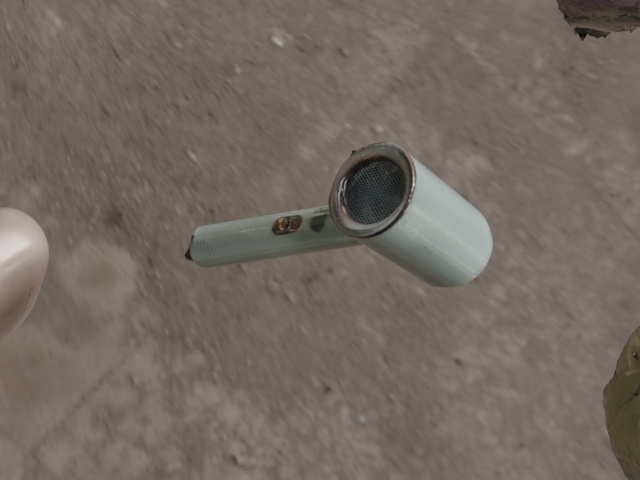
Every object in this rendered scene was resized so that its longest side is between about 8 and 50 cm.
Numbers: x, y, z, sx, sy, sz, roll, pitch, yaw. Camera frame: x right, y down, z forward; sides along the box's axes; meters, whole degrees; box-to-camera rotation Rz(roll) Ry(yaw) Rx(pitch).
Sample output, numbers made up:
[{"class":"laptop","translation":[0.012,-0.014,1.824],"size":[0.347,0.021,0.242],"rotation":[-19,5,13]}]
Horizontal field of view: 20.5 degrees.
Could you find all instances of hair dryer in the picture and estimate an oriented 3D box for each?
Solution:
[{"class":"hair dryer","translation":[0.000,0.000,1.347],"size":[0.131,0.236,0.073],"rotation":[34,52,-50]}]

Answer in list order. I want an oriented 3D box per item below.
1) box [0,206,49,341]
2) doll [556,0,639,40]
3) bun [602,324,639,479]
[{"class":"box","translation":[-0.363,0.048,1.907],"size":[0.088,0.200,0.146],"rotation":[41,52,12]},{"class":"doll","translation":[0.179,-0.202,1.047],"size":[0.095,0.149,0.192],"rotation":[-9,107,-17]},{"class":"bun","translation":[0.360,0.124,1.543],"size":[0.259,0.259,0.152],"rotation":[-40,110,-1]}]
